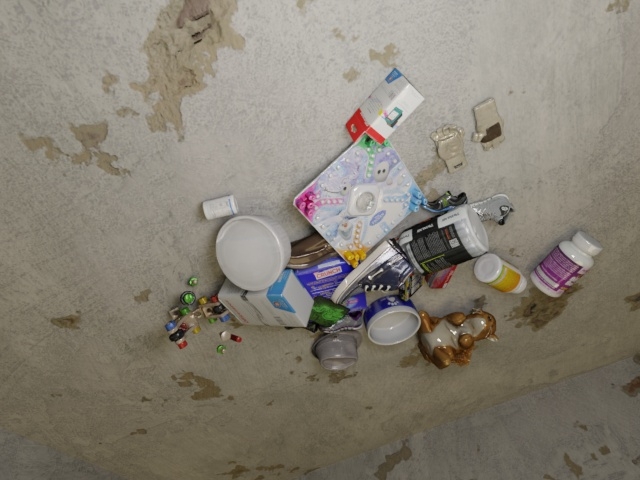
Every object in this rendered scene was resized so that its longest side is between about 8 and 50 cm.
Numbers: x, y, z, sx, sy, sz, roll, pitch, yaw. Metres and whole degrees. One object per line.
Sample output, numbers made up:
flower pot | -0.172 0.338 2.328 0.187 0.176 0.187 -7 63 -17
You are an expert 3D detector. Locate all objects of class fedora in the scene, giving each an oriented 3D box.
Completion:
fedora | 0.094 0.573 2.097 0.275 0.124 0.244 0 131 -13

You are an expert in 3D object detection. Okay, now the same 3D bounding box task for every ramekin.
ramekin | -0.229 0.032 1.481 0.272 0.127 0.273 6 107 20

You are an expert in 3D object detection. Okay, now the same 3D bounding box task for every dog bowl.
dog bowl | 0.345 0.388 2.008 0.264 0.104 0.265 -6 131 -7

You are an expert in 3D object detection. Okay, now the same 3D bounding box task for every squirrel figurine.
squirrel figurine | 0.701 0.486 2.116 0.370 0.281 0.397 -20 147 -9

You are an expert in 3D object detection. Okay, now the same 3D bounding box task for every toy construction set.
toy construction set | -0.496 0.343 1.726 0.308 0.258 0.237 39 159 -19

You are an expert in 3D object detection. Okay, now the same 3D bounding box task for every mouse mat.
mouse mat | 0.015 0.306 1.767 0.189 0.007 0.152 28 122 -31

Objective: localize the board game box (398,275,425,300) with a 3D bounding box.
board game box | 0.404 0.162 1.819 0.141 0.048 0.170 -37 140 -30

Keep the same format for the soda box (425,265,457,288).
soda box | 0.539 0.089 1.802 0.083 0.092 0.264 1 131 -15

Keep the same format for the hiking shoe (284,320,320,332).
hiking shoe | -0.062 0.372 1.891 0.226 0.114 0.086 -22 131 6

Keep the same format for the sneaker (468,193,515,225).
sneaker | 0.661 -0.097 1.642 0.228 0.132 0.086 -26 131 9

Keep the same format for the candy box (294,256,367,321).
candy box | 0.047 0.180 1.747 0.267 0.122 0.317 -13 133 0

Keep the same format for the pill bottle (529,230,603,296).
pill bottle | 1.135 0.107 1.907 0.169 0.169 0.302 13 127 -23

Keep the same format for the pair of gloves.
pair of gloves | 0.520 -0.363 1.441 0.240 0.042 0.204 -32 133 17

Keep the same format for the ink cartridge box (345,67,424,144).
ink cartridge box | 0.191 -0.395 1.273 0.078 0.134 0.231 29 120 -32

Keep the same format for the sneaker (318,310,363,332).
sneaker | 0.096 0.377 1.975 0.223 0.083 0.098 -4 111 -15

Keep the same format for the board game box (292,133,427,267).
board game box | 0.159 -0.137 1.466 0.390 0.050 0.390 -42 127 2

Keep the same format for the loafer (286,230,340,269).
loafer | 0.000 0.000 1.589 0.365 0.134 0.130 -16 126 -13

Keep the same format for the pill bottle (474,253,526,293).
pill bottle | 0.837 0.162 1.906 0.245 0.136 0.136 24 121 -30

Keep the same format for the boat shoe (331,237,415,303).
boat shoe | 0.203 0.158 1.566 0.340 0.158 0.127 -46 163 12

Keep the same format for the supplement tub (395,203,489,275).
supplement tub | 0.454 0.013 1.608 0.337 0.207 0.207 -26 133 33

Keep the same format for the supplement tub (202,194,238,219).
supplement tub | -0.345 -0.115 1.433 0.107 0.071 0.071 -13 132 0

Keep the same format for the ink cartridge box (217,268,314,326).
ink cartridge box | -0.215 0.234 1.650 0.307 0.129 0.223 -4 137 27

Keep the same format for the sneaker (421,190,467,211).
sneaker | 0.479 -0.154 1.607 0.188 0.067 0.078 -7 110 -5
